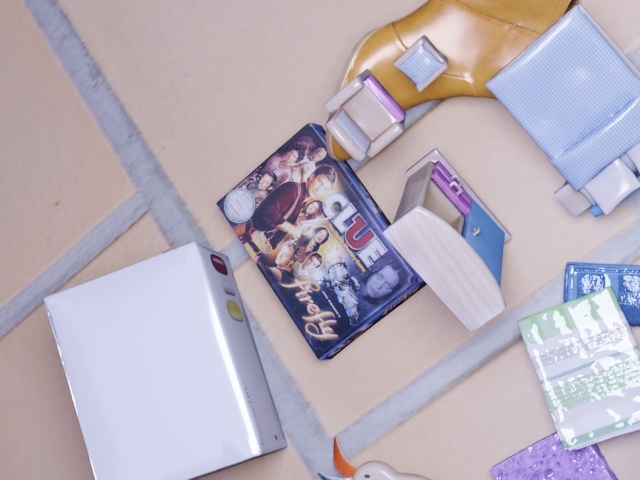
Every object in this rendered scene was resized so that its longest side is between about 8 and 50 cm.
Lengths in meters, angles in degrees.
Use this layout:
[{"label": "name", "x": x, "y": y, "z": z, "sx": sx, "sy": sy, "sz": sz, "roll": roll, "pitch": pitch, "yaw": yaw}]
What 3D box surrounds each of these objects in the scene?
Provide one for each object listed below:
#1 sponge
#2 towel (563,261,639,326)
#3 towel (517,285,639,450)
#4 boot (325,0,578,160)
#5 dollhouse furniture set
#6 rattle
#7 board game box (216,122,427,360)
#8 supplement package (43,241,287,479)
[{"label": "sponge", "x": 0.289, "y": 0.314, "z": 1.096, "sx": 0.117, "sy": 0.031, "sz": 0.210, "roll": -35, "pitch": 75, "yaw": 17}, {"label": "towel", "x": 0.326, "y": 0.059, "z": 1.095, "sx": 0.119, "sy": 0.029, "sz": 0.067, "roll": 3, "pitch": 89, "yaw": 23}, {"label": "towel", "x": 0.290, "y": 0.138, "z": 1.081, "sx": 0.113, "sy": 0.023, "sz": 0.152, "roll": -22, "pitch": 77, "yaw": 17}, {"label": "boot", "x": 0.151, "y": -0.189, "z": 1.144, "sx": 0.211, "sy": 0.104, "sz": 0.295, "roll": 29, "pitch": 95, "yaw": 22}, {"label": "dollhouse furniture set", "x": 0.200, "y": -0.115, "z": 1.010, "sx": 0.303, "sy": 0.198, "sz": 0.286, "roll": -39, "pitch": 100, "yaw": 22}, {"label": "rattle", "x": 0.059, "y": 0.315, "z": 1.143, "sx": 0.199, "sy": 0.142, "sz": 0.130, "roll": 44, "pitch": 123, "yaw": 13}, {"label": "board game box", "x": 0.000, "y": 0.000, "z": 1.232, "sx": 0.165, "sy": 0.042, "sz": 0.243, "roll": -40, "pitch": 73, "yaw": 16}, {"label": "supplement package", "x": -0.185, "y": 0.163, "z": 1.227, "sx": 0.204, "sy": 0.145, "sz": 0.262, "roll": -20, "pitch": 80, "yaw": 8}]
